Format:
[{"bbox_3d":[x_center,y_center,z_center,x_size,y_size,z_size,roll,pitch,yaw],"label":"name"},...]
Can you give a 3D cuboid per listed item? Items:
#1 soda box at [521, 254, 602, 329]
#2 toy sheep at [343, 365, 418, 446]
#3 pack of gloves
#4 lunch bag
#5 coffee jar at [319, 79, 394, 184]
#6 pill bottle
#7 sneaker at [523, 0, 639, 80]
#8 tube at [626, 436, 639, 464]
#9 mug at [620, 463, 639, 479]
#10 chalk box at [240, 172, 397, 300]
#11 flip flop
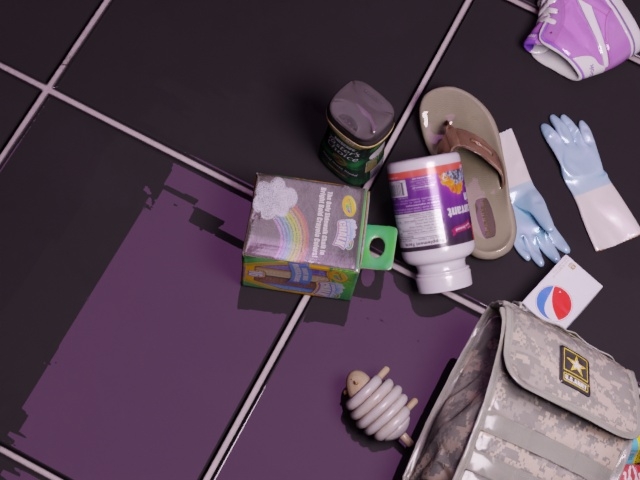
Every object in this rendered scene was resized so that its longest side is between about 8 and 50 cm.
[{"bbox_3d":[0.306,0.125,1.827,0.074,0.069,0.216,42,73,10],"label":"soda box"},{"bbox_3d":[0.085,0.233,1.763,0.132,0.091,0.091,45,73,6],"label":"toy sheep"},{"bbox_3d":[0.356,-0.084,1.920,0.195,0.046,0.232,-21,73,-11],"label":"pack of gloves"},{"bbox_3d":[0.283,0.245,1.684,0.235,0.169,0.287,28,77,-18],"label":"lunch bag"},{"bbox_3d":[0.052,-0.156,1.847,0.096,0.184,0.079,41,72,11],"label":"coffee jar"},{"bbox_3d":[0.163,-0.025,1.828,0.108,0.108,0.193,-11,94,-8],"label":"pill bottle"},{"bbox_3d":[0.368,-0.381,2.002,0.161,0.102,0.282,-29,75,-11],"label":"sneaker"},{"bbox_3d":[0.482,0.276,1.787,0.207,0.080,0.052,-18,48,-14],"label":"tube"},{"bbox_3d":[0.390,0.394,1.716,0.150,0.113,0.169,4,66,-5],"label":"mug"},{"bbox_3d":[0.000,0.000,1.816,0.213,0.132,0.132,10,69,-2],"label":"chalk box"},{"bbox_3d":[0.220,-0.106,1.887,0.112,0.080,0.277,-16,75,11],"label":"flip flop"}]
